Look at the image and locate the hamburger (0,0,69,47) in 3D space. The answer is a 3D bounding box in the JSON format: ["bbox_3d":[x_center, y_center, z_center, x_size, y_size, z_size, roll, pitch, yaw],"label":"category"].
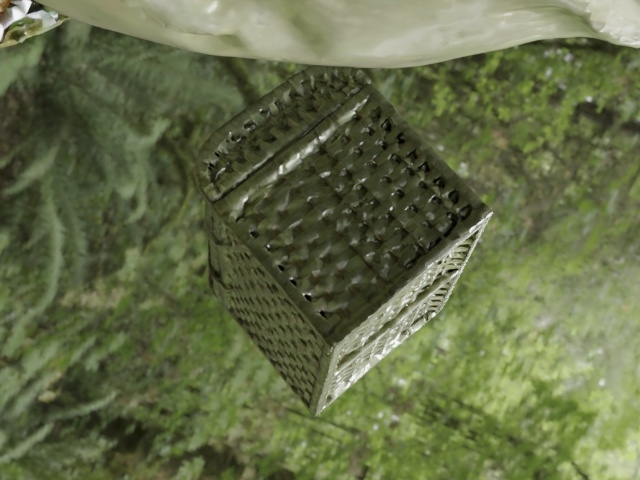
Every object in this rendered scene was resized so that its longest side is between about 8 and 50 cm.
[{"bbox_3d":[-0.162,-0.191,0.471,0.183,0.206,0.130,-42,-145,-23],"label":"hamburger"}]

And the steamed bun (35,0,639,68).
[{"bbox_3d":[0.032,-0.241,0.336,0.247,0.352,0.339,78,15,-71],"label":"steamed bun"}]

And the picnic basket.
[{"bbox_3d":[0.000,0.000,0.702,0.134,0.154,0.196,-40,167,-15],"label":"picnic basket"}]
